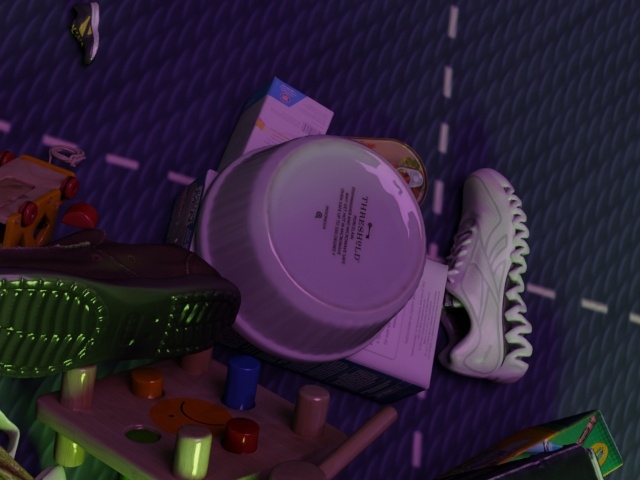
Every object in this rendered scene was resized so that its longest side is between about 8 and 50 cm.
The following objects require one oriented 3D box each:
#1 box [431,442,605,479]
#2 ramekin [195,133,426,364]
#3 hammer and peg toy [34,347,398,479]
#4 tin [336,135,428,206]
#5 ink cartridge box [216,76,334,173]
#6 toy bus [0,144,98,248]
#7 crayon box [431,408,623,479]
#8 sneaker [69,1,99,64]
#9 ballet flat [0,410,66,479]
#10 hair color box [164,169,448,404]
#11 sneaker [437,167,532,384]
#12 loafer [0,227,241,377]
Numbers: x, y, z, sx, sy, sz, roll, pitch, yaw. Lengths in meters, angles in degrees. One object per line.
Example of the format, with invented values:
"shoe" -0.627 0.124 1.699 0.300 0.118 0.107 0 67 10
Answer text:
"box" 0.121 0.510 1.747 0.297 0.472 0.479 -15 83 -31
"ramekin" 0.000 0.000 1.915 0.273 0.127 0.272 10 68 -26
"hammer and peg toy" -0.098 0.223 1.780 0.266 0.361 0.127 -14 121 -48
"tin" 0.053 -0.082 2.149 0.190 0.040 0.106 2 78 -29
"ink cartridge box" -0.062 -0.112 2.060 0.092 0.090 0.143 31 63 -18
"toy bus" -0.350 -0.028 1.863 0.202 0.191 0.104 3 117 -28
"crayon box" 0.220 0.311 2.046 0.278 0.165 0.081 -24 87 -33
"sneaker" -0.290 -0.254 2.015 0.035 0.031 0.083 4 69 -14
"ballet flat" -0.354 0.257 1.788 0.342 0.116 0.124 47 38 -5
"hair color box" -0.023 0.063 2.019 0.347 0.105 0.174 22 63 -22
"sneaker" 0.207 0.042 2.163 0.118 0.110 0.292 4 72 -19
"loafer" -0.264 0.059 1.756 0.366 0.133 0.130 5 33 -41
